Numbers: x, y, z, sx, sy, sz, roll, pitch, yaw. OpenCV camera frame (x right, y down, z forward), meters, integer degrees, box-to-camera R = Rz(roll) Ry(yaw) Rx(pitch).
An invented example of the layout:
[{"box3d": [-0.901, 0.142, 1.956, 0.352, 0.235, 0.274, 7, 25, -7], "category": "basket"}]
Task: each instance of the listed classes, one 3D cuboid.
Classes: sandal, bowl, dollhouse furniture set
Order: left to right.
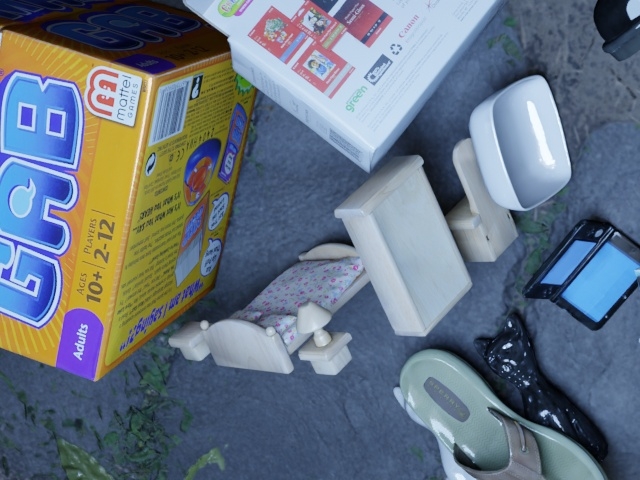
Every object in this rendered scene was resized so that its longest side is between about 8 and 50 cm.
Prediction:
[{"box3d": [0.000, 0.000, 1.579, 0.356, 0.303, 0.173, 0, 122, 46], "category": "dollhouse furniture set"}, {"box3d": [0.207, 0.250, 1.564, 0.303, 0.086, 0.120, 37, 110, 17], "category": "sandal"}, {"box3d": [0.225, -0.112, 1.521, 0.053, 0.142, 0.142, -6, 106, 41], "category": "bowl"}]

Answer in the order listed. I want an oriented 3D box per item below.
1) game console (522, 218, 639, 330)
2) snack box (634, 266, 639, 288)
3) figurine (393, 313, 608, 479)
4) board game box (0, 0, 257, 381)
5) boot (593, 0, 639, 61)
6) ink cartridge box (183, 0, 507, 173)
[{"box3d": [0.321, 0.044, 1.566, 0.071, 0.107, 0.122, 50, 116, 30], "category": "game console"}, {"box3d": [0.494, 0.148, 1.492, 0.187, 0.060, 0.321, -23, 99, -17], "category": "snack box"}, {"box3d": [0.216, 0.226, 1.649, 0.215, 0.092, 0.209, -33, 86, 24], "category": "figurine"}, {"box3d": [-0.316, -0.102, 1.569, 0.356, 0.356, 0.356, 18, 109, 12], "category": "board game box"}, {"box3d": [0.327, -0.395, 1.396, 0.260, 0.131, 0.348, 32, 98, 1], "category": "boot"}, {"box3d": [0.045, -0.284, 1.459, 0.272, 0.130, 0.309, 38, 84, 5], "category": "ink cartridge box"}]
